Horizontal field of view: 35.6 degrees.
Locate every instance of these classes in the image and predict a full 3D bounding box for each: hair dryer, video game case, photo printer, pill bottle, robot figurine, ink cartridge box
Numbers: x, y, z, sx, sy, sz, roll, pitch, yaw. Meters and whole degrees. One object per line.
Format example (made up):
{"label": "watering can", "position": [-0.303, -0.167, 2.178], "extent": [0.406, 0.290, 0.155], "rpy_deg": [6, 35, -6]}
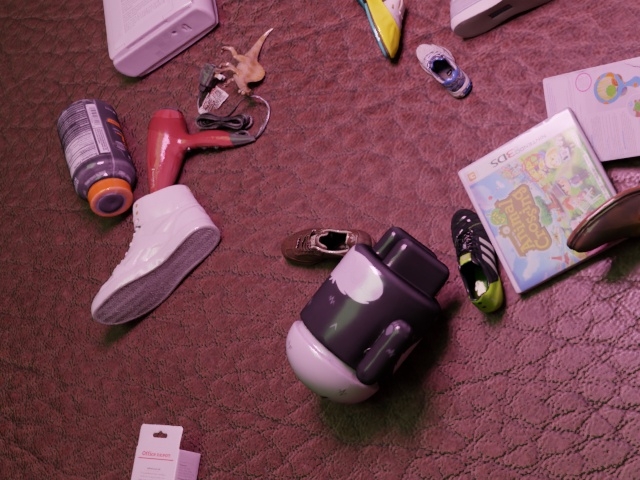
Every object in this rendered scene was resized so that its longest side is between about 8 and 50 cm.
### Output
{"label": "hair dryer", "position": [-0.251, -0.201, 1.940], "extent": [0.293, 0.080, 0.223], "rpy_deg": [-52, 51, 8]}
{"label": "video game case", "position": [0.327, -0.057, 1.457], "extent": [0.193, 0.023, 0.212], "rpy_deg": [-31, 70, 23]}
{"label": "photo printer", "position": [-0.351, -0.533, 2.132], "extent": [0.256, 0.107, 0.307], "rpy_deg": [-29, 56, 24]}
{"label": "pill bottle", "position": [-0.455, -0.164, 2.045], "extent": [0.130, 0.130, 0.245], "rpy_deg": [-38, 54, 19]}
{"label": "robot figurine", "position": [0.072, 0.119, 1.514], "extent": [0.173, 0.209, 0.278], "rpy_deg": [40, 97, 18]}
{"label": "ink cartridge box", "position": [-0.270, 0.413, 1.716], "extent": [0.104, 0.061, 0.181], "rpy_deg": [-4, 70, 35]}

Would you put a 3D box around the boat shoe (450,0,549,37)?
{"label": "boat shoe", "position": [0.305, -0.413, 1.613], "extent": [0.227, 0.079, 0.081], "rpy_deg": [-23, 64, 31]}

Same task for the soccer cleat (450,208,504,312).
{"label": "soccer cleat", "position": [0.230, 0.023, 1.495], "extent": [0.060, 0.072, 0.178], "rpy_deg": [-28, 57, 25]}

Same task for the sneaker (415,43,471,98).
{"label": "sneaker", "position": [0.199, -0.295, 1.658], "extent": [0.052, 0.058, 0.135], "rpy_deg": [-48, 50, 11]}

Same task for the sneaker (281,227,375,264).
{"label": "sneaker", "position": [0.000, 0.000, 1.677], "extent": [0.188, 0.071, 0.066], "rpy_deg": [-4, 70, 35]}

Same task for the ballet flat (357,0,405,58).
{"label": "ballet flat", "position": [0.107, -0.421, 1.773], "extent": [0.077, 0.077, 0.231], "rpy_deg": [-27, 54, 6]}

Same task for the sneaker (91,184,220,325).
{"label": "sneaker", "position": [-0.335, 0.022, 1.904], "extent": [0.292, 0.108, 0.169], "rpy_deg": [-39, 51, 6]}

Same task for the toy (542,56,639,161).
{"label": "toy", "position": [0.437, -0.186, 1.426], "extent": [0.237, 0.056, 0.136], "rpy_deg": [-6, 89, 50]}

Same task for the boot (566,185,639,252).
{"label": "boot", "position": [0.445, -0.019, 1.329], "extent": [0.219, 0.082, 0.106], "rpy_deg": [-30, 62, 4]}

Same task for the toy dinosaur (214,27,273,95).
{"label": "toy dinosaur", "position": [-0.150, -0.341, 1.932], "extent": [0.093, 0.053, 0.183], "rpy_deg": [14, 56, 1]}
